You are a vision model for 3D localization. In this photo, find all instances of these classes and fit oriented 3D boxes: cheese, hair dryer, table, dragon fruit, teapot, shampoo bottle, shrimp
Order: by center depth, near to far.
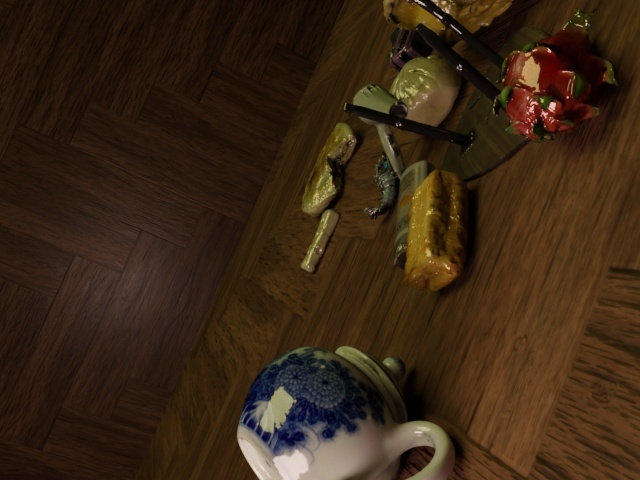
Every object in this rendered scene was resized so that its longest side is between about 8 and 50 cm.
[{"bbox_3d":[0.331,-0.236,0.817,0.236,0.135,0.137,-51,6,-15],"label":"dragon fruit"},{"bbox_3d":[0.028,0.267,0.903,0.280,0.253,0.424,-33,24,-26],"label":"teapot"},{"bbox_3d":[0.207,-0.271,1.035,0.317,0.249,0.317,-57,17,29],"label":"table"},{"bbox_3d":[0.183,-0.053,1.152,0.086,0.055,0.228,-44,26,45],"label":"shampoo bottle"},{"bbox_3d":[0.145,-0.231,1.236,0.088,0.225,0.219,-27,2,-3],"label":"hair dryer"},{"bbox_3d":[0.156,-0.126,1.383,0.082,0.076,0.174,56,-137,-59],"label":"shrimp"},{"bbox_3d":[0.000,0.000,1.719,0.194,0.043,0.065,-65,20,-5],"label":"cheese"}]

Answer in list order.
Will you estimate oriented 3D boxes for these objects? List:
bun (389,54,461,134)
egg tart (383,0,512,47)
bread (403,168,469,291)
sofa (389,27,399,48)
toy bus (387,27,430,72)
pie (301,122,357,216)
[{"bbox_3d":[0.222,-0.336,1.324,0.178,0.127,0.193,-55,17,39],"label":"bun"},{"bbox_3d":[0.293,-0.500,1.182,0.345,0.133,0.345,-28,-6,-3],"label":"egg tart"},{"bbox_3d":[0.196,-0.016,1.002,0.114,0.083,0.211,130,159,-53],"label":"bread"},{"bbox_3d":[0.241,-0.583,1.755,0.039,0.060,0.118,-50,20,28],"label":"sofa"},{"bbox_3d":[0.252,-0.537,1.600,0.098,0.086,0.178,-23,42,59],"label":"toy bus"},{"bbox_3d":[0.020,-0.222,1.920,0.338,0.075,0.338,-58,17,29],"label":"pie"}]
